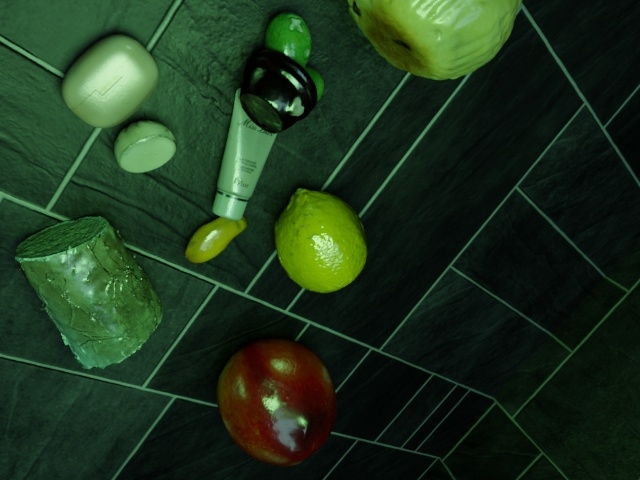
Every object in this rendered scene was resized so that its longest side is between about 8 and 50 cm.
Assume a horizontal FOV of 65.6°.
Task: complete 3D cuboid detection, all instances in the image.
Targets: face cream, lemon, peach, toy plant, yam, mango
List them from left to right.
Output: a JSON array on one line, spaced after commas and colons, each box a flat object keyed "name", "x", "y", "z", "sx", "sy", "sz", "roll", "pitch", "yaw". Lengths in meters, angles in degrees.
[{"name": "yam", "x": -0.538, "y": 0.121, "z": 1.179, "sx": 0.240, "sy": 0.241, "sz": 0.348, "roll": -24, "pitch": 126, "yaw": -13}, {"name": "mango", "x": -0.279, "y": -0.009, "z": 1.314, "sx": 0.190, "sy": 0.075, "sz": 0.098, "roll": -36, "pitch": 145, "yaw": -8}, {"name": "face cream", "x": -0.191, "y": -0.207, "z": 1.242, "sx": 0.143, "sy": 0.089, "sz": 0.315, "roll": 13, "pitch": 101, "yaw": -33}, {"name": "peach", "x": -0.126, "y": 0.497, "z": 1.524, "sx": 0.388, "sy": 0.388, "sz": 0.389, "roll": -13, "pitch": 124, "yaw": -20}, {"name": "toy plant", "x": -0.081, "y": -0.376, "z": 1.137, "sx": 0.235, "sy": 0.175, "sz": 0.218, "roll": -61, "pitch": 143, "yaw": -25}, {"name": "lemon", "x": 0.000, "y": 0.000, "z": 1.357, "sx": 0.253, "sy": 0.253, "sz": 0.311, "roll": -27, "pitch": 112, "yaw": -10}]

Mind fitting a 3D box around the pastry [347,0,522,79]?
[{"name": "pastry", "x": 0.248, "y": -0.547, "z": 1.067, "sx": 0.313, "sy": 0.388, "sz": 0.388, "roll": -47, "pitch": 129, "yaw": 2}]

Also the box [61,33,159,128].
[{"name": "box", "x": -0.433, "y": -0.327, "z": 1.026, "sx": 0.200, "sy": 0.088, "sz": 0.146, "roll": -43, "pitch": 128, "yaw": 1}]

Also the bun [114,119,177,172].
[{"name": "bun", "x": -0.400, "y": -0.223, "z": 1.113, "sx": 0.138, "sy": 0.094, "sz": 0.138, "roll": -28, "pitch": 164, "yaw": -9}]
